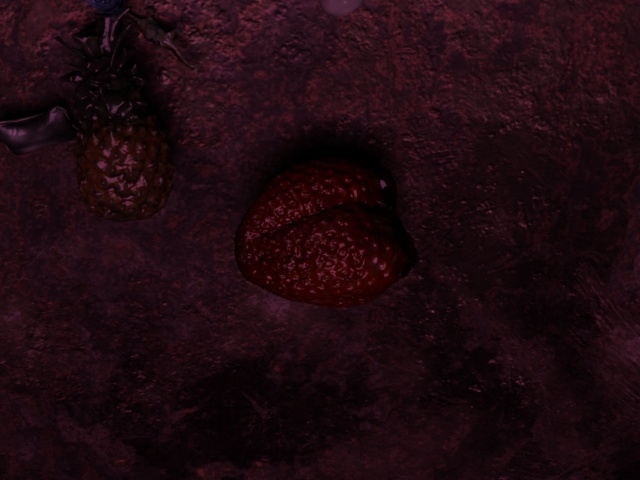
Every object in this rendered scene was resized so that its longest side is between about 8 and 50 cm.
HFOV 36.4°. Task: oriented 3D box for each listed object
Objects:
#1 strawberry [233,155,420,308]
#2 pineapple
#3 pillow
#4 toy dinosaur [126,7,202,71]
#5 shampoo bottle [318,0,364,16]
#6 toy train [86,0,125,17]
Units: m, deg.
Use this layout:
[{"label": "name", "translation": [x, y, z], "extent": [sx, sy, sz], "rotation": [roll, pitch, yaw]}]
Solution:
[{"label": "strawberry", "translation": [0.000, 0.000, 1.607], "extent": [0.288, 0.250, 0.238], "rotation": [-23, 163, -10]}, {"label": "pineapple", "translation": [-0.321, -0.202, 1.519], "extent": [0.169, 0.169, 0.340], "rotation": [-1, 124, 0]}, {"label": "pillow", "translation": [-0.465, -0.178, 1.590], "extent": [0.136, 0.055, 0.091], "rotation": [-9, 127, 8]}, {"label": "toy dinosaur", "translation": [-0.256, -0.324, 1.497], "extent": [0.180, 0.037, 0.058], "rotation": [38, 139, -4]}, {"label": "shampoo bottle", "translation": [0.001, -0.422, 1.415], "extent": [0.074, 0.074, 0.192], "rotation": [-21, 121, 14]}, {"label": "toy train", "translation": [-0.259, -0.445, 1.345], "extent": [0.300, 0.131, 0.202], "rotation": [-15, 121, 24]}]
